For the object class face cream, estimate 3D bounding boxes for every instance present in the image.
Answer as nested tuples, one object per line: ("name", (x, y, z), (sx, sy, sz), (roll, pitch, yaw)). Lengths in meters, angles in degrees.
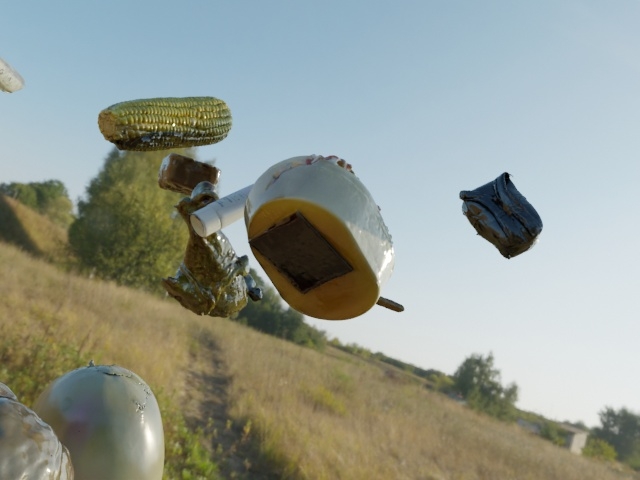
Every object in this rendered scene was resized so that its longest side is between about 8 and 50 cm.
("face cream", (-0.167, -0.081, 1.191), (0.092, 0.243, 0.058), (24, -46, 40))

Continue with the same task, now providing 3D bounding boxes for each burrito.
("burrito", (-0.681, -0.357, 1.154), (0.064, 0.064, 0.203), (21, -6, -4))

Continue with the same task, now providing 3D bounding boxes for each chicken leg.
("chicken leg", (-0.285, 0.047, 1.318), (0.140, 0.211, 0.361), (35, -27, 46))

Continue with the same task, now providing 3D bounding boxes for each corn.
("corn", (-0.204, -0.161, 0.759), (0.072, 0.072, 0.203), (12, 19, 35))

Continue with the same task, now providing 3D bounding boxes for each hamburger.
("hamburger", (0.000, 0.000, 0.939), (0.227, 0.151, 0.295), (-16, -55, 21))

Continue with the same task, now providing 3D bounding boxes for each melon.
("melon", (-0.377, 0.362, 0.927), (0.223, 0.317, 0.223), (-1, -6, 0))

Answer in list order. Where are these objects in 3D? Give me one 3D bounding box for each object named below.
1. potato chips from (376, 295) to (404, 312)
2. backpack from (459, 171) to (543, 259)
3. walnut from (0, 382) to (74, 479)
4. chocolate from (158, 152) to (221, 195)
("potato chips", (0.116, 0.145, 1.390), (0.203, 0.037, 0.026), (16, -39, -14))
("backpack", (0.362, -0.042, 1.102), (0.120, 0.165, 0.106), (-23, -34, 2))
("walnut", (-0.407, 0.274, 0.598), (0.248, 0.248, 0.248), (19, -11, 4))
("chocolate", (-0.366, -0.172, 1.529), (0.148, 0.093, 0.214), (14, -2, -22))
